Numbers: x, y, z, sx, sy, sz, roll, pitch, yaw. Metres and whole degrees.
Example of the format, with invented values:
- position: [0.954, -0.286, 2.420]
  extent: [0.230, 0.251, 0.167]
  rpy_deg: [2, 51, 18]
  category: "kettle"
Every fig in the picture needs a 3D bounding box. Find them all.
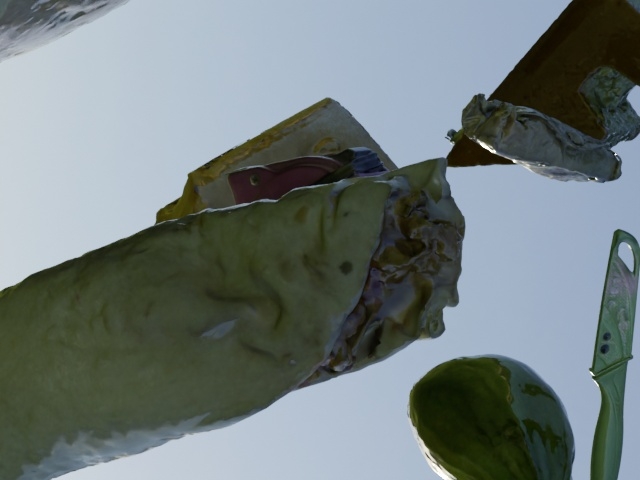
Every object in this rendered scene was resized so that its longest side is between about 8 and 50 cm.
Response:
- position: [0.201, 0.208, 2.096]
  extent: [0.233, 0.167, 0.167]
  rpy_deg: [17, -90, 46]
  category: "fig"

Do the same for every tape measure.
- position: [0.000, 0.000, 1.285]
  extent: [0.125, 0.074, 0.118]
  rpy_deg: [-13, -91, 36]
  category: "tape measure"

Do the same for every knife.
- position: [0.195, 0.093, 1.314]
  extent: [0.014, 0.030, 0.207]
  rpy_deg: [-131, -136, -71]
  category: "knife"

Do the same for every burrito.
- position: [0.156, -0.070, 1.396]
  extent: [0.055, 0.149, 0.041]
  rpy_deg: [15, -92, 43]
  category: "burrito"
- position: [-0.103, 0.057, 1.008]
  extent: [0.392, 0.076, 0.117]
  rpy_deg: [-17, -112, 22]
  category: "burrito"

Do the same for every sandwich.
- position: [0.221, -0.131, 1.690]
  extent: [0.236, 0.128, 0.122]
  rpy_deg: [-50, 170, 26]
  category: "sandwich"

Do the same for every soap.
- position: [-0.036, 0.001, 1.575]
  extent: [0.257, 0.160, 0.080]
  rpy_deg: [-33, 169, -43]
  category: "soap"

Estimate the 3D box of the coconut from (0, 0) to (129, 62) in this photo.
- position: [-0.290, -0.296, 1.326]
  extent: [0.415, 0.415, 0.345]
  rpy_deg: [-102, -153, -59]
  category: "coconut"
